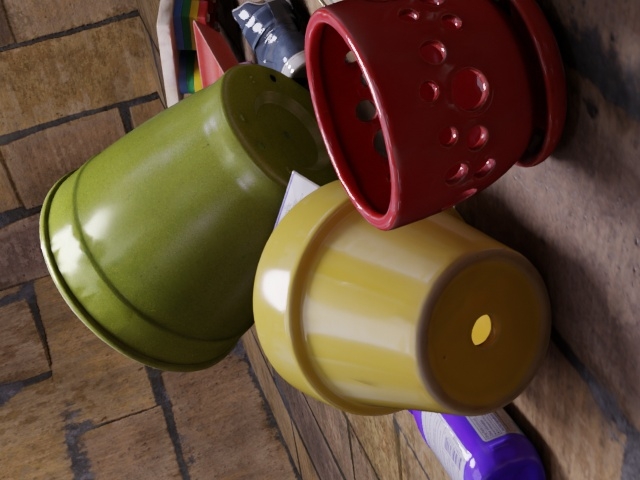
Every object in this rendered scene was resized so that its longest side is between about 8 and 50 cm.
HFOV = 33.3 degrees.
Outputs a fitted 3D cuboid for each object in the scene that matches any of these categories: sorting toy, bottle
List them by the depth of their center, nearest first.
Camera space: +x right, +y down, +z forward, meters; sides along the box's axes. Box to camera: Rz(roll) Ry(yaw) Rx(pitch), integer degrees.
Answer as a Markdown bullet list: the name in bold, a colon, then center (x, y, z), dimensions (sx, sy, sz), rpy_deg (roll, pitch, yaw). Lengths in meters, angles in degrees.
- **bottle**: center (0.167, 0.216, 1.286), dimensions (0.283, 0.092, 0.118), rpy_deg (-126, 19, -57)
- **sorting toy**: center (-0.249, -0.419, 2.088), dimensions (0.255, 0.089, 0.257), rpy_deg (93, 179, -57)

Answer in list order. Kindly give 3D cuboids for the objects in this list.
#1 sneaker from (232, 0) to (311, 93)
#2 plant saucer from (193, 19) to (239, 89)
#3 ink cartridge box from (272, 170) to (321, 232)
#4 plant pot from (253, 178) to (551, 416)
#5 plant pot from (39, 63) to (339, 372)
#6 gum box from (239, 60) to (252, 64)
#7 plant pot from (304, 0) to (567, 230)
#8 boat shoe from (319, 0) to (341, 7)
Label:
- **sneaker**: center (-0.073, -0.275, 1.630), dimensions (0.163, 0.086, 0.226), rpy_deg (58, 155, 14)
- **plant saucer**: center (-0.156, -0.229, 1.919), dimensions (0.259, 0.047, 0.258), rpy_deg (88, 160, -46)
- **ink cartridge box**: center (0.029, 0.035, 1.370), dimensions (0.208, 0.045, 0.206), rpy_deg (34, 130, 16)
- **plant pot**: center (0.096, 0.070, 1.091), dimensions (0.239, 0.254, 0.254), rpy_deg (16, 125, 57)
- **plant pot**: center (-0.148, -0.055, 1.528), dimensions (0.353, 0.366, 0.366), rpy_deg (-39, 62, 33)
- **gum box**: center (-0.126, -0.240, 2.023), dimensions (0.107, 0.062, 0.188), rpy_deg (85, 162, -46)
- **plant pot**: center (0.099, -0.121, 0.890), dimensions (0.191, 0.174, 0.191), rpy_deg (162, 90, -79)
- **boat shoe**: center (-0.009, -0.359, 1.210), dimensions (0.302, 0.109, 0.098), rpy_deg (61, 164, 22)
